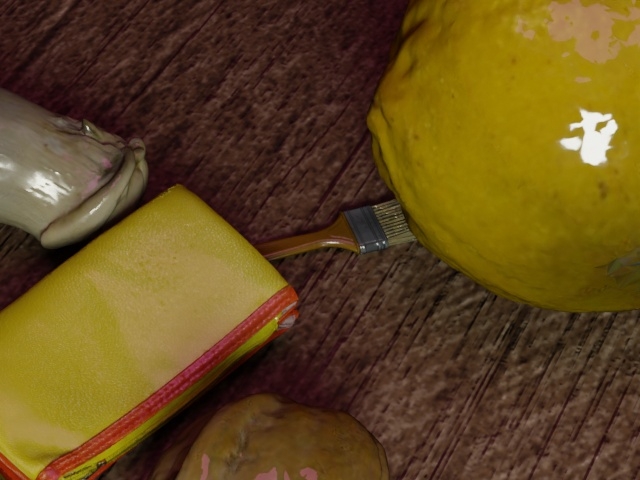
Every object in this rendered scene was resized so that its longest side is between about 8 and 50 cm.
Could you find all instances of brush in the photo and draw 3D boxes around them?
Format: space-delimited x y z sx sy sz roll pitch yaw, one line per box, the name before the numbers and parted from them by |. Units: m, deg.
brush | 0.000 0.000 1.408 0.170 0.014 0.043 -14 48 -14

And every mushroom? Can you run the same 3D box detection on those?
mushroom | -0.324 -0.044 1.360 0.397 0.126 0.177 -12 56 -16

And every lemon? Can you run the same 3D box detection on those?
lemon | 0.187 -0.090 1.322 0.297 0.297 0.297 1 44 -1

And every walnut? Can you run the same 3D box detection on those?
walnut | -0.038 0.166 1.147 0.166 0.149 0.166 -20 40 17

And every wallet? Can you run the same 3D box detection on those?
wallet | -0.139 0.076 1.294 0.141 0.067 0.241 39 59 25
